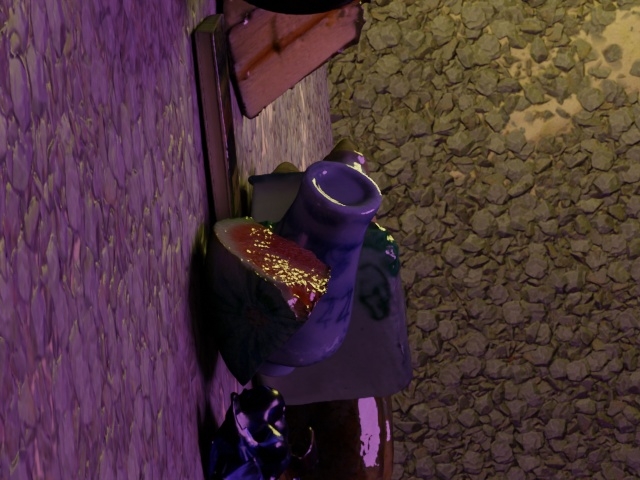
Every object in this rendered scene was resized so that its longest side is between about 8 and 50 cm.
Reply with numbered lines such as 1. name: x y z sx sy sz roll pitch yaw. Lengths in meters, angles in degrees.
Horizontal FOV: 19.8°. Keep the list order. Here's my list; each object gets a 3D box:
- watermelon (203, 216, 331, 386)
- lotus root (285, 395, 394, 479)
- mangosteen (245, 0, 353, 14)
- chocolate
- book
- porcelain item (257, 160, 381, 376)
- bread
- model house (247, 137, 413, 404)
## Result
1. watermelon: -0.074 0.075 1.857 0.231 0.128 0.146 -75 -174 -76
2. lotus root: 0.010 0.221 2.386 0.152 0.160 0.275 12 71 -60
3. mangosteen: -0.024 -0.378 1.902 0.288 0.288 0.288 -4 90 -85
4. chocolate: -0.055 0.244 1.908 0.148 0.126 0.343 -51 147 -22
5. book: -0.109 -0.125 2.001 0.160 0.024 0.228 -85 170 -76
6. porcelain item: -0.017 0.038 2.006 0.141 0.141 0.259 -88 -161 -52
7. bread: -0.022 -0.256 2.233 0.240 0.178 0.135 81 5 -66
8. model house: 0.000 0.000 2.275 0.325 0.194 0.267 -94 177 -50
